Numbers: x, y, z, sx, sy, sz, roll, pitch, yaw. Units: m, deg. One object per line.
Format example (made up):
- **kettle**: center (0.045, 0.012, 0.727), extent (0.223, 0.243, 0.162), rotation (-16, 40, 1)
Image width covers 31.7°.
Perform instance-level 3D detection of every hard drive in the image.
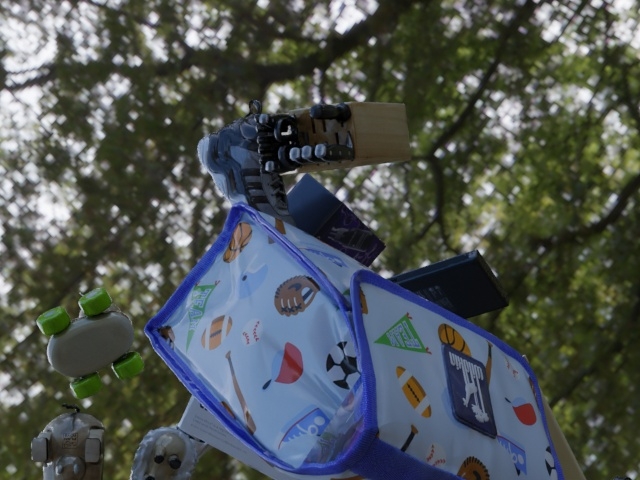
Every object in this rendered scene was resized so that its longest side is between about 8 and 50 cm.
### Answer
- **hard drive**: center (0.165, 0.068, 1.467), extent (0.094, 0.135, 0.022), rotation (53, -147, -30)

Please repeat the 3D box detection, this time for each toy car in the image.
- **toy car**: center (-0.396, 0.155, 1.946), extent (0.149, 0.188, 0.155), rotation (-25, -72, -5)

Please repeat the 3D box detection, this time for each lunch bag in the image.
- **lunch bag**: center (0.053, 0.158, 1.195), extent (0.328, 0.385, 0.239), rotation (30, -83, -36)

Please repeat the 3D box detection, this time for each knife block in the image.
- **knife block**: center (0.037, -0.142, 1.532), extent (0.276, 0.242, 0.088), rotation (-8, -86, -20)

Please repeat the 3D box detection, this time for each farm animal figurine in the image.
- **farm animal figurine**: center (-0.361, 0.376, 1.522), extent (0.172, 0.330, 0.326), rotation (155, 131, -83)

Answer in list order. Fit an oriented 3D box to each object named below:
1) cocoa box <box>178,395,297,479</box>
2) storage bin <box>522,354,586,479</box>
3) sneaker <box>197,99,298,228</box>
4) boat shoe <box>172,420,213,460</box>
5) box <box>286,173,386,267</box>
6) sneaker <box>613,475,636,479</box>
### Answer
- **cocoa box**: center (-0.020, 0.270, 1.906), extent (0.231, 0.347, 0.228), rotation (-64, -5, 9)
- **storage bin**: center (0.224, 0.327, 1.619), extent (0.260, 0.262, 0.123), rotation (-30, 12, -13)
- **sneaker**: center (-0.080, -0.105, 1.834), extent (0.153, 0.268, 0.101), rotation (-43, -20, 17)
- **boat shoe**: center (-0.268, 0.406, 2.235), extent (0.267, 0.096, 0.088), rotation (-37, -30, -36)
- **box**: center (0.000, 0.000, 2.039), extent (0.153, 0.108, 0.207), rotation (-49, -35, 0)
- **sneaker**: center (0.503, 0.420, 1.727), extent (0.286, 0.130, 0.109), rotation (-4, -38, 2)
